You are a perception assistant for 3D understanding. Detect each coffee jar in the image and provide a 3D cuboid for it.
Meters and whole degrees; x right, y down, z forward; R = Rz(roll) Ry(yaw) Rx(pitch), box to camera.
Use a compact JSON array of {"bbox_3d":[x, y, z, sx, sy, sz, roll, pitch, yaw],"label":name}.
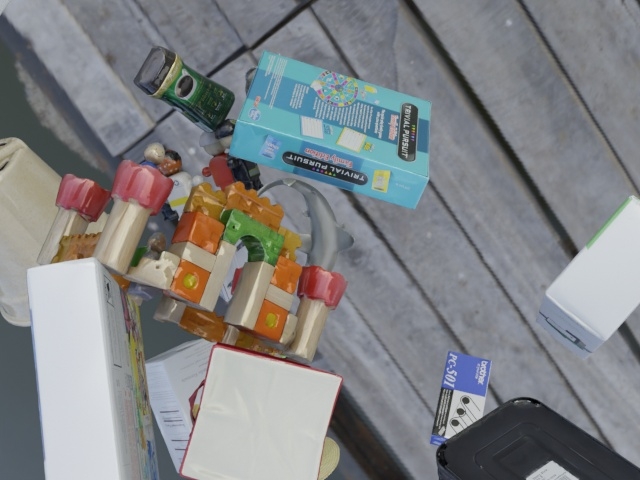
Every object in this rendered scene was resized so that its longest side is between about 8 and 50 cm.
[{"bbox_3d":[-0.261,-0.290,1.540,0.184,0.096,0.079,31,176,-36],"label":"coffee jar"}]

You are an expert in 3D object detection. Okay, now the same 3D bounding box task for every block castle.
[{"bbox_3d":[-0.201,0.026,1.339,0.453,0.213,0.303,31,159,-33],"label":"block castle"}]

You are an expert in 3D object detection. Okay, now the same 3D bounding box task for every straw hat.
[{"bbox_3d":[-0.039,0.421,1.601,0.144,0.144,0.061,-8,126,28],"label":"straw hat"}]

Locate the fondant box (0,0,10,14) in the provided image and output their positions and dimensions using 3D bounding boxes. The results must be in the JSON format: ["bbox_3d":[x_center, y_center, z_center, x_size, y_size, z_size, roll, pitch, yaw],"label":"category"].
[{"bbox_3d":[-0.428,-0.305,0.793,0.330,0.238,0.096,-52,46,2],"label":"fondant box"}]

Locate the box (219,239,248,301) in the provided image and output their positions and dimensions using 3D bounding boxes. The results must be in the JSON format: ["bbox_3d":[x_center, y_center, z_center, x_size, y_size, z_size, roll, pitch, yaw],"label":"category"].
[{"bbox_3d":[-0.230,0.026,2.050,0.087,0.169,0.290,37,163,17],"label":"box"}]

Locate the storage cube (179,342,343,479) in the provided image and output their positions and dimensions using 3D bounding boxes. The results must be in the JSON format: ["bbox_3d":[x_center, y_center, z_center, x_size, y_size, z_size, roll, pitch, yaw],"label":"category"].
[{"bbox_3d":[-0.089,0.257,1.162,0.215,0.193,0.184,15,82,-4],"label":"storage cube"}]

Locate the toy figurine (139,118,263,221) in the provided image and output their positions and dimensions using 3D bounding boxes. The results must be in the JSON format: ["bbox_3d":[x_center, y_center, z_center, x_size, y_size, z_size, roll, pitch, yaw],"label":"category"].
[{"bbox_3d":[-0.236,-0.137,1.571,0.213,0.209,0.148,8,120,69],"label":"toy figurine"}]

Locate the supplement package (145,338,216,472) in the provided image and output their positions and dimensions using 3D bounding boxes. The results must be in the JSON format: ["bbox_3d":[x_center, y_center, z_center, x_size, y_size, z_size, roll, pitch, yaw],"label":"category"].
[{"bbox_3d":[-0.252,0.337,1.646,0.134,0.139,0.244,-18,94,52],"label":"supplement package"}]

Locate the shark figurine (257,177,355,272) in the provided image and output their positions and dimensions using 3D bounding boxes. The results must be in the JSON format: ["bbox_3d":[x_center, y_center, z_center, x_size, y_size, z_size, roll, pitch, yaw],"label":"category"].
[{"bbox_3d":[0.006,-0.028,1.452,0.116,0.166,0.278,22,140,42],"label":"shark figurine"}]

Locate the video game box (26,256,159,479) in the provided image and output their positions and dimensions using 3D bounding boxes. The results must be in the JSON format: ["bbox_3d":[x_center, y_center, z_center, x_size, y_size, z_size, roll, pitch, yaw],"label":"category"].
[{"bbox_3d":[-0.139,0.129,0.523,0.048,0.187,0.205,-9,78,-5],"label":"video game box"}]

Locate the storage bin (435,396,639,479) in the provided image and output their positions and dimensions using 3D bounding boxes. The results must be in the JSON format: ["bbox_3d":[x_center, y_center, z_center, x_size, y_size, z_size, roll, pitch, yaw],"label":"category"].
[{"bbox_3d":[0.198,0.230,0.691,0.180,0.122,0.084,32,140,51],"label":"storage bin"}]

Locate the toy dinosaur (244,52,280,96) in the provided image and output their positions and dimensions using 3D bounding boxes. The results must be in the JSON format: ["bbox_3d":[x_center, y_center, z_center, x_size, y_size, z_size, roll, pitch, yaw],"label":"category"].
[{"bbox_3d":[-0.129,-0.329,1.836,0.121,0.313,0.160,-20,102,6],"label":"toy dinosaur"}]

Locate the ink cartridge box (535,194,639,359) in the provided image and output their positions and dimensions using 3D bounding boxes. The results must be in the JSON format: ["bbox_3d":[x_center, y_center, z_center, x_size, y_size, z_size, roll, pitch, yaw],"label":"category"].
[{"bbox_3d":[0.363,0.056,1.027,0.092,0.219,0.160,41,88,19],"label":"ink cartridge box"}]

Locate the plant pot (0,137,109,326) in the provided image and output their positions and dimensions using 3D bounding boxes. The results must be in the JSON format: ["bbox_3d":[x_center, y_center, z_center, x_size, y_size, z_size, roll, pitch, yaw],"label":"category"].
[{"bbox_3d":[-0.639,-0.040,1.730,0.333,0.334,0.305,-8,132,28],"label":"plant pot"}]

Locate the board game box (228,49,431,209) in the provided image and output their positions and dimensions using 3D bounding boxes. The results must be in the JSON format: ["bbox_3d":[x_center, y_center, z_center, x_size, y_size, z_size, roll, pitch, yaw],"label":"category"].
[{"bbox_3d":[0.027,-0.204,1.450,0.336,0.254,0.079,17,131,-5],"label":"board game box"}]

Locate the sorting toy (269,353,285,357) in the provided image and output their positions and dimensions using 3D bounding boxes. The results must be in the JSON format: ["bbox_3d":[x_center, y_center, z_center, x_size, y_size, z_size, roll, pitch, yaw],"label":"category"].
[{"bbox_3d":[-0.099,0.262,1.948,0.012,0.062,0.083,29,165,-27],"label":"sorting toy"}]

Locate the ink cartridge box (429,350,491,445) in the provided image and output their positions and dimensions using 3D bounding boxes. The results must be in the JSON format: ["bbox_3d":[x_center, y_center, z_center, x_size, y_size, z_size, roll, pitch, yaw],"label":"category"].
[{"bbox_3d":[0.299,0.342,1.711,0.097,0.207,0.046,12,142,11],"label":"ink cartridge box"}]
